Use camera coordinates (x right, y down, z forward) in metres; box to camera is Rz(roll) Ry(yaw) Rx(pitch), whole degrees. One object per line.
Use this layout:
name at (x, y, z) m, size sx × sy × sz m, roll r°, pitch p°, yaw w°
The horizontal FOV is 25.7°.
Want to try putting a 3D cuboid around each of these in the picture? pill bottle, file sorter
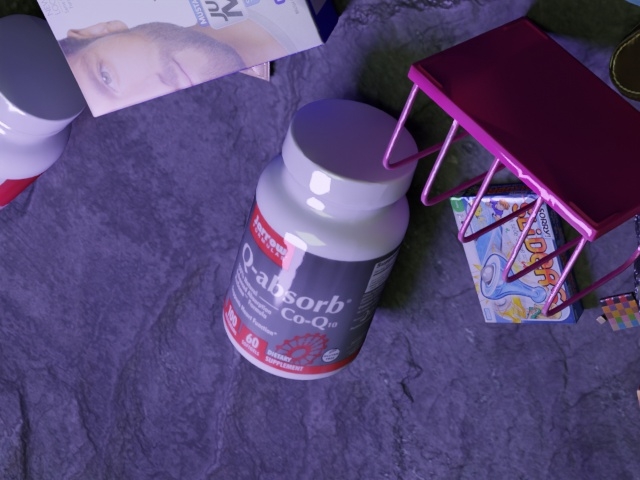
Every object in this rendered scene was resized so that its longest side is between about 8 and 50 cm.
pill bottle at (0.000, 0.000, 1.898) m, size 0.210 × 0.210 × 0.363 m, roll 28°, pitch 132°, yaw 12°
file sorter at (0.246, -0.082, 1.641) m, size 0.291 × 0.202 × 0.182 m, roll 45°, pitch 140°, yaw 23°
pill bottle at (-0.518, -0.161, 2.090) m, size 0.229 × 0.229 × 0.407 m, roll 49°, pitch 133°, yaw -8°

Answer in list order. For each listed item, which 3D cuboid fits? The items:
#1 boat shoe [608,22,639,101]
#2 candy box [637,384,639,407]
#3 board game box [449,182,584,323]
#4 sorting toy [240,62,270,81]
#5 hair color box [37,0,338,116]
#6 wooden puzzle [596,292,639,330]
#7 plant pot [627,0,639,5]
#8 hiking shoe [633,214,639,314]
boat shoe at (0.409, -0.210, 1.490) m, size 0.342 × 0.123 × 0.123 m, roll -4°, pitch 97°, yaw 60°
candy box at (0.497, 0.266, 1.890) m, size 0.109 × 0.053 × 0.187 m, roll 2°, pitch 123°, yaw 30°
board game box at (0.262, 0.019, 1.868) m, size 0.136 × 0.035 × 0.201 m, roll -2°, pitch 120°, yaw 33°
sorting toy at (-0.092, -0.260, 1.904) m, size 0.062 × 0.012 × 0.083 m, roll 22°, pitch 134°, yaw 23°
hair color box at (-0.170, -0.300, 1.800) m, size 0.338 × 0.110 × 0.185 m, roll -15°, pitch 113°, yaw 21°
wooden puzzle at (0.401, 0.094, 1.856) m, size 0.083 × 0.006 × 0.049 m, roll -16°, pitch 112°, yaw 38°
plant pot at (0.385, -0.366, 1.383) m, size 0.271 × 0.271 × 0.255 m, roll 45°, pitch 149°, yaw -4°
hiking shoe at (0.444, -0.008, 1.720) m, size 0.114 × 0.086 × 0.227 m, roll -1°, pitch 121°, yaw 8°
